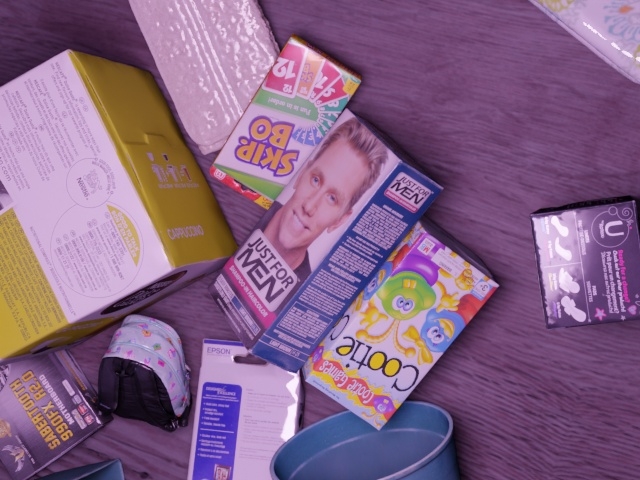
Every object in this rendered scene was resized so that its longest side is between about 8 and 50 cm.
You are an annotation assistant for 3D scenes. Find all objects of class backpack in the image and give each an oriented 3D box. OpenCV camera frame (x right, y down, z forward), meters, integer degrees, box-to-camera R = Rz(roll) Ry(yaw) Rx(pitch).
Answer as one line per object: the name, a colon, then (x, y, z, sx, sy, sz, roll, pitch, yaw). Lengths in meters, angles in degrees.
backpack: (-0.272, 0.201, 1.953, 0.152, 0.182, 0.115, 7, 52, 9)

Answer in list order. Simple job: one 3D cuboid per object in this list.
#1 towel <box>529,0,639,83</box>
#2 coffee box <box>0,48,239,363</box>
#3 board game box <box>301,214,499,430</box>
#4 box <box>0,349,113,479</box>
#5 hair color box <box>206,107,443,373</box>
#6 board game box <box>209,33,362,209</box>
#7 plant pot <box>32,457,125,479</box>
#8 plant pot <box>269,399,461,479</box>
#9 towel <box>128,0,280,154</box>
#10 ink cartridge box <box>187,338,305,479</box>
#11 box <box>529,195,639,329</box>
towel: (0.431, -0.439, 1.798, 0.374, 0.090, 0.320, 42, 98, 14)
coffee box: (-0.367, -0.044, 1.878, 0.334, 0.337, 0.338, -27, 86, 12)
board game box: (0.108, 0.111, 1.861, 0.144, 0.142, 0.275, 35, 101, -15)
box: (-0.473, 0.247, 2.060, 0.183, 0.056, 0.231, -35, 85, 11)
hair color box: (0.000, 0.000, 1.839, 0.347, 0.105, 0.174, -52, 41, 10)
board game box: (-0.058, -0.170, 1.925, 0.124, 0.039, 0.259, 31, 113, -7)
plant pot: (-0.440, 0.455, 2.014, 0.234, 0.165, 0.166, -10, 91, 21)
plant pot: (0.091, 0.406, 1.854, 0.271, 0.272, 0.255, -13, 105, 13)
towel: (-0.158, -0.287, 1.947, 0.187, 0.049, 0.282, -21, 101, 11)
ink cartridge box: (-0.115, 0.323, 1.963, 0.165, 0.065, 0.333, 5, 83, 12)
box: (0.377, 0.027, 1.764, 0.142, 0.247, 0.163, -9, 91, 14)
